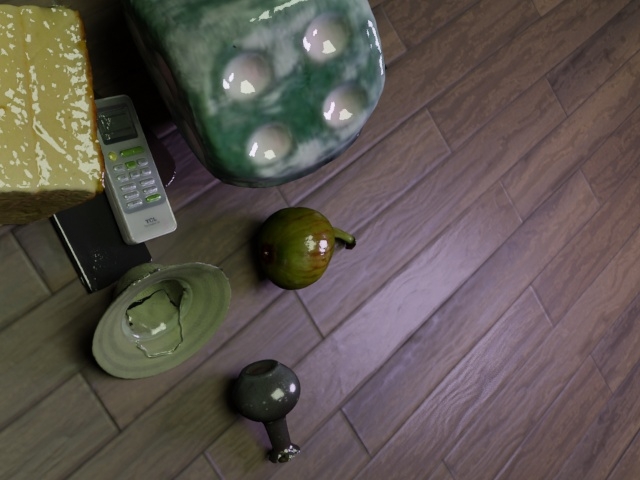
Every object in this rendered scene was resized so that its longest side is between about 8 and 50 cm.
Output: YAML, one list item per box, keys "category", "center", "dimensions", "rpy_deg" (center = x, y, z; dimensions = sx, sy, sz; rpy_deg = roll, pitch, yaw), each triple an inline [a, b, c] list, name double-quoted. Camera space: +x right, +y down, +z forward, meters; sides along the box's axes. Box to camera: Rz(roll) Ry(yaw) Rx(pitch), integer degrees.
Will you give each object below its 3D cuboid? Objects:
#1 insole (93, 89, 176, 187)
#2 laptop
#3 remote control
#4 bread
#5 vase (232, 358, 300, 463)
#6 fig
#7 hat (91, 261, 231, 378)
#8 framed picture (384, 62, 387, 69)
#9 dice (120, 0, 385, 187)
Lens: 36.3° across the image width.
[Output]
- category: "insole"
  center: [-0.376, -0.202, 1.660]
  dimensions: [0.328, 0.007, 0.111]
  rpy_deg: [42, 56, -22]
- category: "laptop"
  center: [-0.372, -0.025, 1.616]
  dimensions: [0.135, 0.016, 0.197]
  rpy_deg: [-30, 99, -40]
- category: "remote control"
  center: [-0.326, -0.120, 1.649]
  dimensions: [0.103, 0.034, 0.250]
  rpy_deg: [-21, 92, -45]
- category: "bread"
  center: [-0.468, -0.172, 1.414]
  dimensions: [0.207, 0.279, 0.278]
  rpy_deg: [-4, 84, -41]
- category: "vase"
  center: [-0.084, 0.303, 1.704]
  dimensions: [0.120, 0.120, 0.182]
  rpy_deg: [-27, 110, -39]
- category: "fig"
  center: [0.000, 0.000, 1.820]
  dimensions: [0.259, 0.151, 0.151]
  rpy_deg: [-15, 89, -43]
- category: "hat"
  center: [-0.278, 0.098, 1.588]
  dimensions: [0.252, 0.252, 0.110]
  rpy_deg: [-9, 42, -39]
- category: "framed picture"
  center: [0.045, -0.431, 1.939]
  dimensions: [0.244, 0.013, 0.324]
  rpy_deg: [62, 21, -8]
- category: "dice"
  center: [-0.109, -0.316, 1.614]
  dimensions: [0.328, 0.330, 0.348]
  rpy_deg: [-28, 137, -10]
